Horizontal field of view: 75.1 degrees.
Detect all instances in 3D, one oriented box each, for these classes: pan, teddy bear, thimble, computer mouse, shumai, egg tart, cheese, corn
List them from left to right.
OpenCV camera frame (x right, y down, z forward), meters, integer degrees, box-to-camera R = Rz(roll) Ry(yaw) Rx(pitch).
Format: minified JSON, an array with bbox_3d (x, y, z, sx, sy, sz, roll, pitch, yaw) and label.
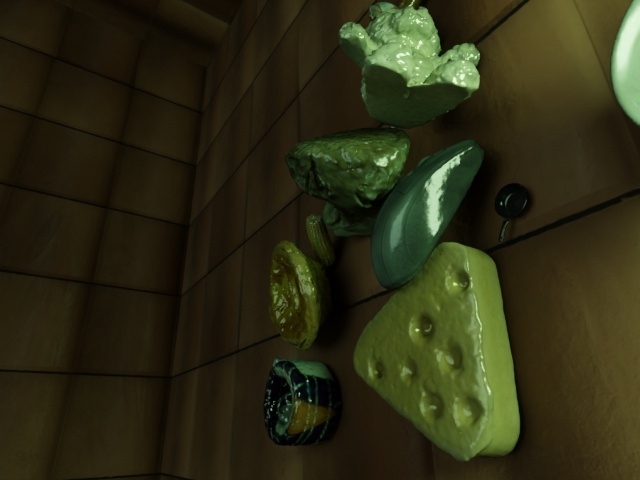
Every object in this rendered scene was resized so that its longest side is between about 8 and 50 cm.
[{"bbox_3d":[-0.061,0.441,1.158,0.237,0.150,0.238,-32,51,51],"label":"thimble"},{"bbox_3d":[-0.058,0.157,1.245,0.341,0.132,0.342,20,113,62],"label":"egg tart"},{"bbox_3d":[0.000,0.000,1.247,0.085,0.063,0.166,-97,-9,-60],"label":"corn"},{"bbox_3d":[0.094,-0.125,1.056,0.329,0.291,0.289,20,125,50],"label":"shumai"},{"bbox_3d":[0.206,-0.455,0.933,0.375,0.326,0.363,130,152,-85],"label":"teddy bear"},{"bbox_3d":[0.205,-0.076,0.879,0.371,0.121,0.188,-57,10,-5],"label":"computer mouse"},{"bbox_3d":[0.238,0.234,0.798,0.383,0.104,0.385,-33,50,49],"label":"cheese"},{"bbox_3d":[0.360,-0.051,0.793,0.068,0.023,0.116,9,83,58],"label":"pan"}]

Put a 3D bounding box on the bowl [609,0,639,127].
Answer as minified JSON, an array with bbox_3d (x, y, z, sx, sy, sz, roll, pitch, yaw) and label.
[{"bbox_3d":[0.533,-0.233,0.471,0.313,0.146,0.314,-33,50,50],"label":"bowl"}]

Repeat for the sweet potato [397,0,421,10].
[{"bbox_3d":[0.230,-0.618,1.192,0.075,0.075,0.274,45,115,55],"label":"sweet potato"}]
